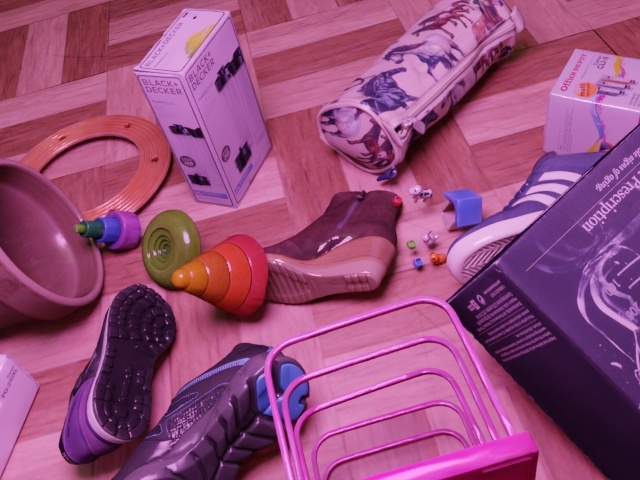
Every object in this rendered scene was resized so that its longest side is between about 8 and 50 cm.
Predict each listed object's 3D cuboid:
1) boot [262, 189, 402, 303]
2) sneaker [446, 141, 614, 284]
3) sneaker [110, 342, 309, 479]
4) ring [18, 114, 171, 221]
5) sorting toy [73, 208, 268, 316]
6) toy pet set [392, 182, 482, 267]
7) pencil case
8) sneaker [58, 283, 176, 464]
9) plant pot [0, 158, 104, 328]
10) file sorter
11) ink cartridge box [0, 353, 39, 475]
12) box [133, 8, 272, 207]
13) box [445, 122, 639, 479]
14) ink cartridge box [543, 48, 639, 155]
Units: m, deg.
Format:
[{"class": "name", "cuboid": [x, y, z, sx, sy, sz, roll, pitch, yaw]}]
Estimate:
[{"class": "boot", "cuboid": [0.000, 0.000, 1.009, 0.248, 0.090, 0.207, 0, 39, 16]}, {"class": "sneaker", "cuboid": [0.317, -0.047, 0.932, 0.350, 0.131, 0.148, -19, 48, -14]}, {"class": "sneaker", "cuboid": [-0.163, 0.267, 0.806, 0.341, 0.125, 0.139, -41, 25, -16]}, {"class": "ring", "cuboid": [-0.445, -0.121, 1.231, 0.336, 0.032, 0.336, -7, 49, 8]}, {"class": "sorting toy", "cuboid": [-0.249, 0.020, 0.968, 0.365, 0.126, 0.127, 18, 101, 35]}, {"class": "toy pet set", "cuboid": [0.184, -0.034, 0.967, 0.114, 0.065, 0.122, -9, 67, -17]}, {"class": "pencil case", "cuboid": [0.186, -0.286, 1.132, 0.183, 0.160, 0.410, 21, 57, 42]}, {"class": "sneaker", "cuboid": [-0.295, 0.176, 0.899, 0.124, 0.107, 0.283, -38, 25, 23]}, {"class": "plant pot", "cuboid": [-0.509, 0.042, 0.992, 0.229, 0.263, 0.263, -32, 49, 9]}, {"class": "file sorter", "cuboid": [0.078, 0.223, 0.651, 0.202, 0.291, 0.182, -17, 46, -1]}, {"class": "ink cartridge box", "cuboid": [-0.546, 0.252, 0.894, 0.237, 0.100, 0.172, -2, 50, 13]}, {"class": "box", "cuboid": [-0.182, -0.212, 1.074, 0.087, 0.290, 0.169, 11, 53, 21]}, {"class": "box", "cuboid": [0.380, 0.060, 0.714, 0.343, 0.179, 0.312, -40, 79, -19]}, {"class": "ink cartridge box", "cuboid": [0.463, -0.204, 1.022, 0.176, 0.127, 0.128, 20, 58, 28]}]
